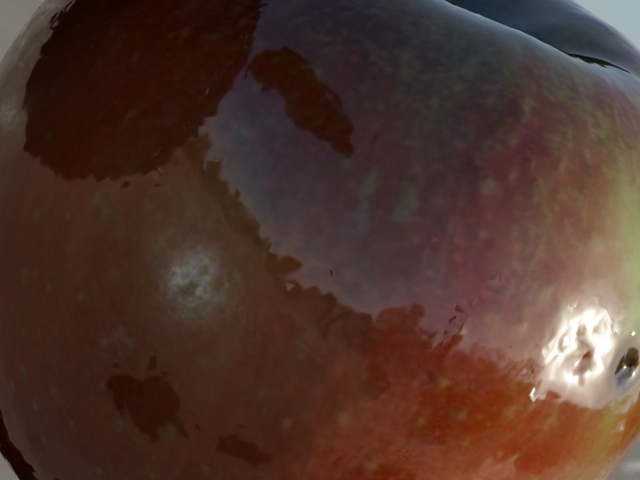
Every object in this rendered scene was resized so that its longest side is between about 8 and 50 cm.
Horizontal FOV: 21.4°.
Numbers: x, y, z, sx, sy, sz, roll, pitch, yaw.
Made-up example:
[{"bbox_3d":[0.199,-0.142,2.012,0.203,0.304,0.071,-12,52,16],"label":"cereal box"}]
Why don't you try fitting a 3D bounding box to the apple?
[{"bbox_3d":[0.000,0.000,0.776,0.348,0.277,0.348,22,20,-8],"label":"apple"}]
